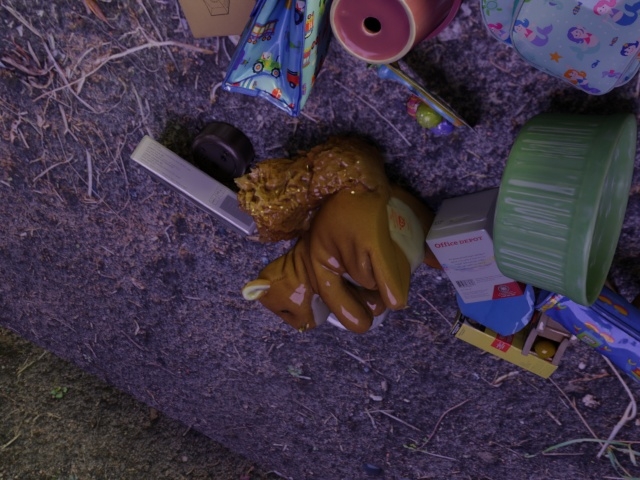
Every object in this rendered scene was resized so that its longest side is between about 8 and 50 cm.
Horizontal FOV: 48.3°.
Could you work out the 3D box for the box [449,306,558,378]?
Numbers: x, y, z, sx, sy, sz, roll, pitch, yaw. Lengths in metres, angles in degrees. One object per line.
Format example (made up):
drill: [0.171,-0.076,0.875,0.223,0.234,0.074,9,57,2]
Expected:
box: [0.406,0.209,1.561,0.232,0.087,0.058,26,140,5]

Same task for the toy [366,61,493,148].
toy: [0.169,-0.225,1.181,0.237,0.137,0.056,38,107,-17]

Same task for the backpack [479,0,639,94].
backpack: [0.344,-0.335,0.953,0.253,0.191,0.225,30,142,6]

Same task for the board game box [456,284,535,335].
board game box: [0.370,0.117,1.502,0.168,0.033,0.133,27,115,25]

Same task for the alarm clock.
alarm clock: [-0.225,-0.197,1.522,0.192,0.064,0.129,45,138,-14]

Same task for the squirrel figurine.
squirrel figurine: [0.000,0.000,1.433,0.370,0.281,0.397,-25,99,36]

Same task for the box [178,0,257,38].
box: [-0.193,-0.455,1.257,0.164,0.021,0.201,4,135,27]

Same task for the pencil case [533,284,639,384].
pencil case: [0.525,0.155,1.237,0.306,0.119,0.133,37,172,13]

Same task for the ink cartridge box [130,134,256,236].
ink cartridge box: [-0.270,-0.113,1.601,0.296,0.066,0.261,33,176,-6]

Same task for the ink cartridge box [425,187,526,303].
ink cartridge box: [0.309,0.011,1.373,0.128,0.127,0.176,-12,126,38]

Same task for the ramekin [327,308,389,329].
ramekin: [0.073,0.116,1.639,0.207,0.109,0.207,16,138,15]

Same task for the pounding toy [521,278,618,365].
pounding toy: [0.500,0.160,1.399,0.154,0.154,0.270,18,140,13]

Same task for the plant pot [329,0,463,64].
plant pot: [0.105,-0.362,1.057,0.201,0.180,0.201,16,138,14]

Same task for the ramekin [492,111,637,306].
ramekin: [0.387,-0.059,1.132,0.148,0.303,0.303,14,139,29]

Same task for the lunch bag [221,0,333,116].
lunch bag: [-0.033,-0.380,1.082,0.138,0.221,0.293,20,138,-3]

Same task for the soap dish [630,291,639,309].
soap dish: [0.728,0.132,1.265,0.229,0.118,0.291,38,140,-10]
